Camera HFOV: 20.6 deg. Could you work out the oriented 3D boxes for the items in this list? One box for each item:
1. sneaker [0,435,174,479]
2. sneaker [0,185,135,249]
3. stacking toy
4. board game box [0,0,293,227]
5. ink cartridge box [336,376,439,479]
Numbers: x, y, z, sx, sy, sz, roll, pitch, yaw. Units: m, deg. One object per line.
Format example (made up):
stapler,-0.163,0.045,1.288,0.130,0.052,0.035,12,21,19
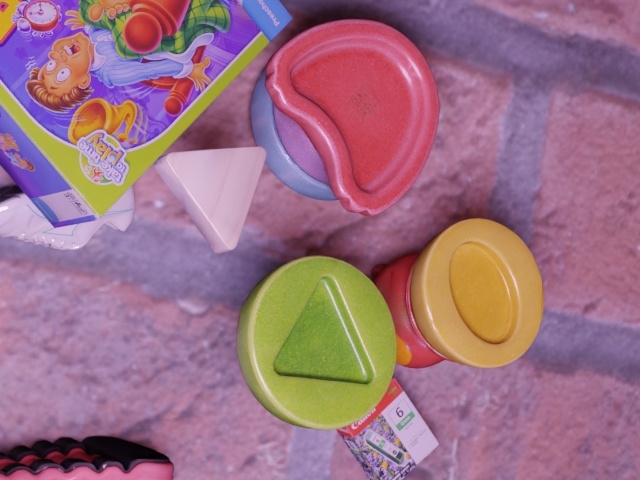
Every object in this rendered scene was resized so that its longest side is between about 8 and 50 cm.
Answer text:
sneaker,-0.251,0.227,1.290,0.313,0.116,0.136,-1,96,-29
sneaker,-0.206,-0.017,1.329,0.152,0.053,0.061,-17,105,-27
stacking toy,0.000,0.000,1.400,0.279,0.130,0.309,-30,97,-32
board game box,-0.210,-0.215,1.263,0.347,0.078,0.233,51,62,-19
ink cartridge box,0.045,0.149,1.493,0.063,0.029,0.115,-41,112,-19
